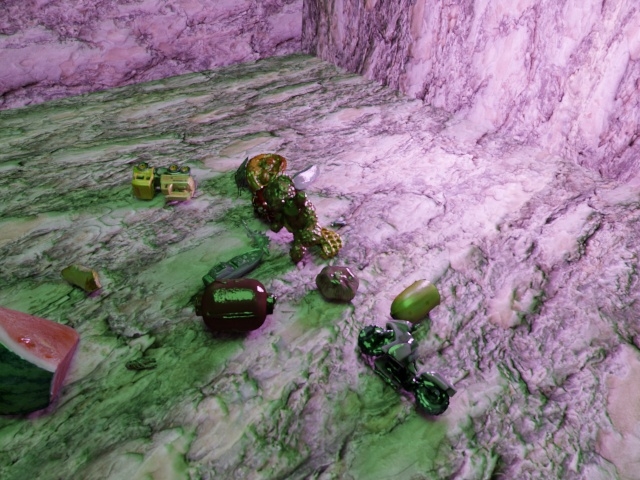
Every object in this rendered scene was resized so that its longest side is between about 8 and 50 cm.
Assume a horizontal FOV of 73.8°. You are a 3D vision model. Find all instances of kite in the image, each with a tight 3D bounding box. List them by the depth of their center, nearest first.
[{"bbox_3d":[-0.373,-0.288,1.999,0.015,0.141,0.245,19,41,-29],"label":"kite"}]

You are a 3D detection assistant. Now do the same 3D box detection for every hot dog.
[{"bbox_3d":[-0.808,0.129,1.468,0.168,0.078,0.061,23,2,18],"label":"hot dog"},{"bbox_3d":[-0.259,-0.326,2.046,0.195,0.122,0.272,0,38,3],"label":"hot dog"}]

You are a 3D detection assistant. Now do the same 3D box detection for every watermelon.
[{"bbox_3d":[-0.797,0.289,1.143,0.282,0.251,0.293,18,43,5],"label":"watermelon"}]

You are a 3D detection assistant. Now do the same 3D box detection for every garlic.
[{"bbox_3d":[0.063,0.148,1.535,0.159,0.102,0.147,30,44,25],"label":"garlic"}]

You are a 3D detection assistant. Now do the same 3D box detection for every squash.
[{"bbox_3d":[0.314,0.219,1.474,0.186,0.123,0.123,-26,49,-33],"label":"squash"}]

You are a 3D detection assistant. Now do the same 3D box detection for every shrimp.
[{"bbox_3d":[-0.526,0.361,1.261,0.092,0.029,0.038,5,31,-10],"label":"shrimp"}]

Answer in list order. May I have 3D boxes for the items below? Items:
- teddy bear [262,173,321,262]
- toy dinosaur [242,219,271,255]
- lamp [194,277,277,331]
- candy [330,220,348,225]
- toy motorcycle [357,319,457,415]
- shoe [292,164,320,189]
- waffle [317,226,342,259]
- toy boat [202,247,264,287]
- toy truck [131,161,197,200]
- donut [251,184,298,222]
[{"bbox_3d":[-0.120,-0.097,1.655,0.222,0.246,0.296,22,47,-21],"label":"teddy bear"},{"bbox_3d":[-0.257,-0.011,1.728,0.082,0.039,0.209,-24,59,-36],"label":"toy dinosaur"},{"bbox_3d":[-0.268,0.208,1.361,0.257,0.180,0.180,0,40,-6],"label":"lamp"},{"bbox_3d":[0.082,-0.074,1.867,0.083,0.020,0.030,0,40,-11],"label":"candy"},{"bbox_3d":[0.272,0.359,1.284,0.188,0.143,0.327,-29,58,-35],"label":"toy motorcycle"},{"bbox_3d":[-0.084,-0.309,2.102,0.078,0.079,0.195,-3,32,51],"label":"shoe"},{"bbox_3d":[0.001,-0.003,1.748,0.194,0.051,0.149,27,42,22],"label":"waffle"},{"bbox_3d":[-0.311,0.092,1.564,0.078,0.085,0.260,34,47,30],"label":"toy boat"},{"bbox_3d":[-0.695,-0.246,1.894,0.272,0.124,0.157,3,50,-9],"label":"toy truck"},{"bbox_3d":[-0.192,-0.158,1.876,0.234,0.089,0.235,5,41,-4],"label":"donut"}]
